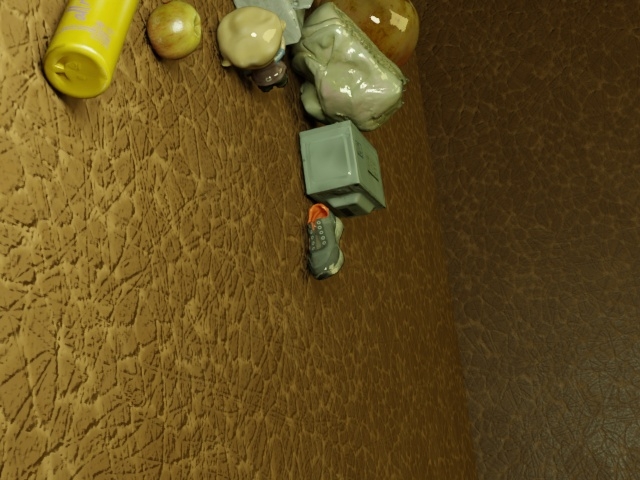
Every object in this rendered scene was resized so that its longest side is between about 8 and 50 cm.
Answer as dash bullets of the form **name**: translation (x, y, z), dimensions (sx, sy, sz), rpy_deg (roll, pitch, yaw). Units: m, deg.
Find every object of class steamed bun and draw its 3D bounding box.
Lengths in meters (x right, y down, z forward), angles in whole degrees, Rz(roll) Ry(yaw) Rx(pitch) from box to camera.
- **steamed bun**: translation (0.036, -0.349, 2.054), dimensions (0.280, 0.207, 0.268), rpy_deg (43, 15, -18)

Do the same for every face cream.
- **face cream**: translation (-0.265, -0.284, 1.173), dimensions (0.273, 0.078, 0.078), rpy_deg (-85, 157, -44)

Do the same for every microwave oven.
- **microwave oven**: translation (0.046, -0.144, 2.046), dimensions (0.208, 0.123, 0.162), rpy_deg (35, 46, -66)

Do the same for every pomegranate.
- **pomegranate**: translation (0.099, -0.496, 2.301), dimensions (0.252, 0.270, 0.229), rpy_deg (42, 27, -2)

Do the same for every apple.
- **apple**: translation (-0.209, -0.303, 1.389), dimensions (0.084, 0.071, 0.083), rpy_deg (-12, 90, -73)

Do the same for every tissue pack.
- **tissue pack**: translation (-0.073, -0.501, 1.857), dimensions (0.229, 0.145, 0.159), rpy_deg (-85, 156, -46)

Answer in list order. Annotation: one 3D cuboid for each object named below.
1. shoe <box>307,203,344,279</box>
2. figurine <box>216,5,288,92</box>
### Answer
- **shoe**: translation (0.000, 0.001, 1.900), dimensions (0.077, 0.074, 0.194), rpy_deg (55, 23, -28)
- **figurine**: translation (-0.106, -0.331, 1.690), dimensions (0.196, 0.114, 0.108), rpy_deg (46, 35, -68)
